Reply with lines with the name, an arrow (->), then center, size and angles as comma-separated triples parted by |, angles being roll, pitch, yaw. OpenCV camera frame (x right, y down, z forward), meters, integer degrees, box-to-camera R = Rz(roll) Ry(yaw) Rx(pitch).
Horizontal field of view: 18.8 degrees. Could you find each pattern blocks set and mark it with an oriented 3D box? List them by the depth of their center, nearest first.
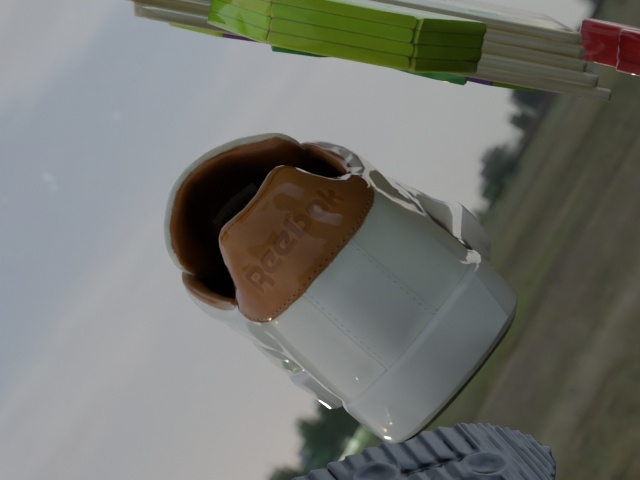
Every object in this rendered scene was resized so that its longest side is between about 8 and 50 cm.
pattern blocks set -> 0.013, -0.083, 0.719 | 0.285, 0.325, 0.026 | -42, -37, -78

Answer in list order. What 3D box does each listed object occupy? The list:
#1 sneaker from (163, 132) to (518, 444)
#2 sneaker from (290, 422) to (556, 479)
sneaker -> 0.000, 0.000, 0.793 | 0.106, 0.123, 0.290 | -51, 4, -4
sneaker -> -0.027, 0.196, 0.971 | 0.112, 0.319, 0.131 | -114, 14, -62
